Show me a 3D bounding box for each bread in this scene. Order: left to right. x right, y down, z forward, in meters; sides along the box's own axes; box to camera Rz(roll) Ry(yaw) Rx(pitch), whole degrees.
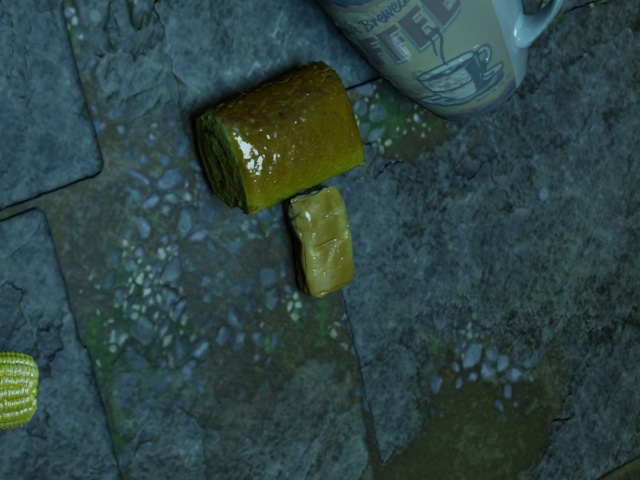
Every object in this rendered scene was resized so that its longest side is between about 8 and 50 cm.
[{"bbox_3d":[-0.048,-0.117,1.642,0.172,0.103,0.132,-27,109,-28],"label":"bread"},{"bbox_3d":[0.000,0.000,1.724,0.074,0.053,0.132,-19,110,-29],"label":"bread"}]

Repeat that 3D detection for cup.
[{"bbox_3d":[0.165,-0.278,1.648,0.257,0.301,0.227,49,52,-37],"label":"cup"}]

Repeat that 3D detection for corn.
[{"bbox_3d":[-0.377,0.156,1.502,0.165,0.063,0.085,5,105,-32],"label":"corn"}]
